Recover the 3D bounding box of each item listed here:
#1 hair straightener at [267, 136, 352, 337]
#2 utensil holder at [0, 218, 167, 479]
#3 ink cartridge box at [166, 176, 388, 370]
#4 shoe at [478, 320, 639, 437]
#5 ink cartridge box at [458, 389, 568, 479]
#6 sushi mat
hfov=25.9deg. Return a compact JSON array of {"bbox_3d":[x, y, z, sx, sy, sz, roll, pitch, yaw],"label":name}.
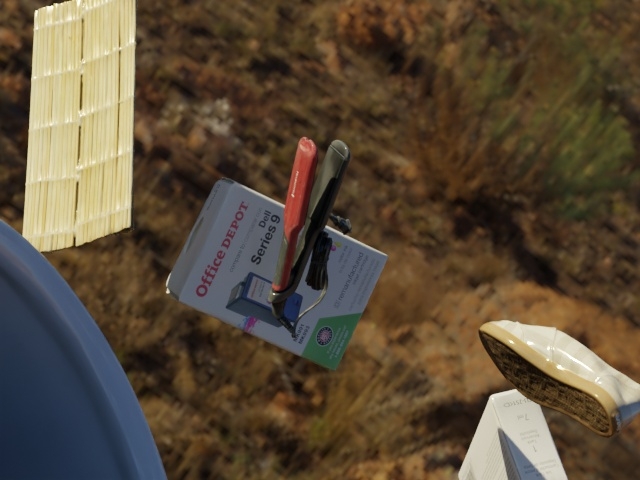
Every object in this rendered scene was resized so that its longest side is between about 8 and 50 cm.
[{"bbox_3d":[0.000,0.000,1.510,0.089,0.230,0.047,-1,22,-30],"label":"hair straightener"},{"bbox_3d":[-0.324,0.199,0.831,0.327,0.385,0.327,60,12,-22],"label":"utensil holder"},{"bbox_3d":[-0.052,0.039,1.633,0.212,0.154,0.093,26,-2,-16],"label":"ink cartridge box"},{"bbox_3d":[0.249,0.135,1.442,0.219,0.058,0.076,32,-32,49],"label":"shoe"},{"bbox_3d":[0.264,0.368,1.819,0.066,0.296,0.261,-11,62,-9],"label":"ink cartridge box"},{"bbox_3d":[-0.267,-0.138,1.553,0.019,0.151,0.316,33,50,-57],"label":"sushi mat"}]
